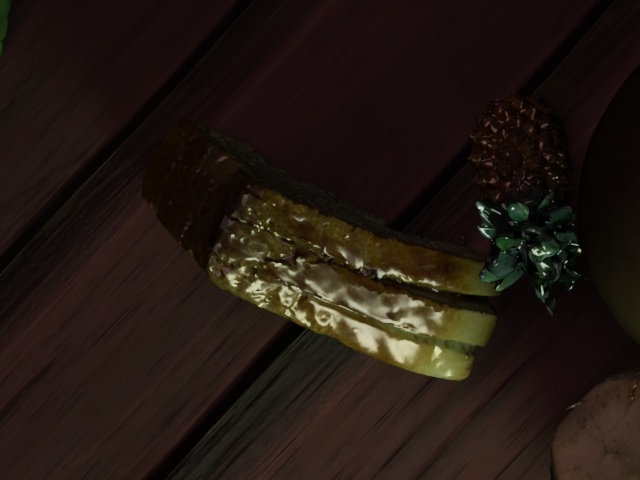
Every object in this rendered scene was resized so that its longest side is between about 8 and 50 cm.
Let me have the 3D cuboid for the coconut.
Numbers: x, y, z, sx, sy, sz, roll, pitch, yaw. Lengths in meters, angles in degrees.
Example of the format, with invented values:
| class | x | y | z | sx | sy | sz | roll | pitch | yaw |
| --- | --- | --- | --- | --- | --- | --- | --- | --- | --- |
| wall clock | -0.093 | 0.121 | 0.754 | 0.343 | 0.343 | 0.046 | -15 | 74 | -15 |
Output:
| class | x | y | z | sx | sy | sz | roll | pitch | yaw |
| --- | --- | --- | --- | --- | --- | --- | --- | --- | --- |
| coconut | 0.253 | 0.176 | 1.264 | 0.161 | 0.162 | 0.161 | -24 | 48 | 30 |

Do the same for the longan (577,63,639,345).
| class | x | y | z | sx | sy | sz | roll | pitch | yaw |
| --- | --- | --- | --- | --- | --- | --- | --- | --- | --- |
| longan | 0.322 | -0.025 | 1.207 | 0.297 | 0.297 | 0.297 | -4 | 75 | 17 |

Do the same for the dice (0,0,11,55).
| class | x | y | z | sx | sy | sz | roll | pitch | yaw |
| --- | --- | --- | --- | --- | --- | --- | --- | --- | --- |
| dice | -0.483 | -0.241 | 1.509 | 0.322 | 0.318 | 0.330 | 34 | 88 | 22 |

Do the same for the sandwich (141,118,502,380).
| class | x | y | z | sx | sy | sz | roll | pitch | yaw |
| --- | --- | --- | --- | --- | --- | --- | --- | --- | --- |
| sandwich | -0.002 | 0.004 | 1.404 | 0.254 | 0.288 | 0.099 | 19 | 98 | -22 |

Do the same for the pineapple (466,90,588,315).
| class | x | y | z | sx | sy | sz | roll | pitch | yaw |
| --- | --- | --- | --- | --- | --- | --- | --- | --- | --- |
| pineapple | 0.154 | -0.045 | 1.338 | 0.083 | 0.103 | 0.221 | -15 | 36 | 12 |
